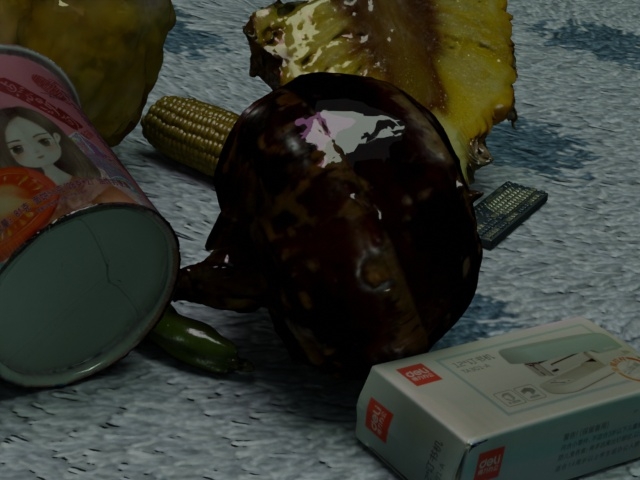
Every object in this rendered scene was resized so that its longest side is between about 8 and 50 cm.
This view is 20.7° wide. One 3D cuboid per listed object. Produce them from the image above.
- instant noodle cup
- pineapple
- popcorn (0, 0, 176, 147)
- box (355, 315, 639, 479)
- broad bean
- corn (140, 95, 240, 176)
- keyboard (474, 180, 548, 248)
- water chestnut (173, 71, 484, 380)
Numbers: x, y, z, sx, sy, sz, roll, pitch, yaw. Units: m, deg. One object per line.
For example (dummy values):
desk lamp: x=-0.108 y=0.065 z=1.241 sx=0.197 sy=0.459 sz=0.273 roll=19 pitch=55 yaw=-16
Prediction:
instant noodle cup: x=-0.260 y=-0.012 z=1.520 sx=0.243 sy=0.243 sz=0.231 roll=-10 pitch=40 yaw=-36
pineapple: x=0.070 y=-0.129 z=1.996 sx=0.344 sy=0.209 sz=0.286 roll=-12 pitch=78 yaw=-25
popcorn: x=-0.337 y=-0.249 z=1.808 sx=0.354 sy=0.344 sz=0.390 roll=27 pitch=74 yaw=14
box: x=0.173 y=0.148 z=1.516 sx=0.269 sy=0.079 sz=0.135 roll=-10 pitch=32 yaw=-37
broad bean: x=-0.164 y=0.059 z=1.604 sx=0.254 sy=0.046 sz=0.065 roll=33 pitch=27 yaw=35
corn: x=-0.092 y=-0.099 z=1.915 sx=0.238 sy=0.080 sz=0.080 roll=22 pitch=28 yaw=27
keyboard: x=0.201 y=-0.031 z=1.966 sx=0.055 sy=0.014 sz=0.176 roll=18 pitch=26 yaw=22
water chestnut: x=0.000 y=0.000 z=1.560 sx=0.300 sy=0.300 sz=0.300 roll=9 pitch=26 yaw=-4
